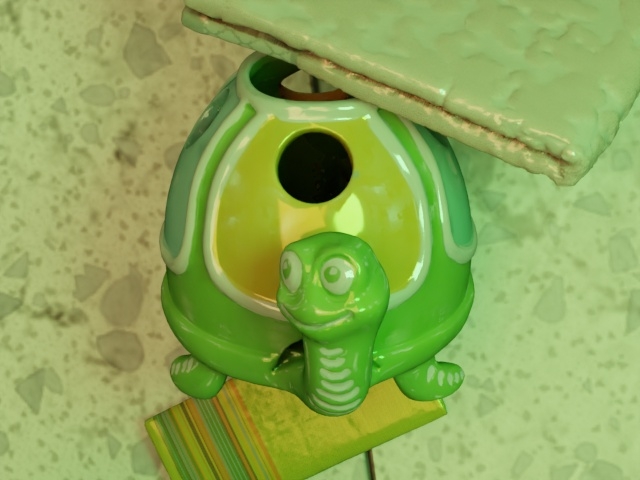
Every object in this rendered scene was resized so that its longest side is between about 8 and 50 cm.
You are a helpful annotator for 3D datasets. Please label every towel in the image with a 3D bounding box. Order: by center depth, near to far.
[{"bbox_3d":[0.108,-0.199,1.378,0.317,0.332,0.053,23,139,15],"label":"towel"},{"bbox_3d":[-0.022,0.144,1.550,0.237,0.021,0.102,-26,90,13],"label":"towel"}]

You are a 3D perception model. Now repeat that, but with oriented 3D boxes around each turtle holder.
[{"bbox_3d":[-0.015,-0.006,1.374,0.243,0.320,0.227,12,118,22],"label":"turtle holder"}]
